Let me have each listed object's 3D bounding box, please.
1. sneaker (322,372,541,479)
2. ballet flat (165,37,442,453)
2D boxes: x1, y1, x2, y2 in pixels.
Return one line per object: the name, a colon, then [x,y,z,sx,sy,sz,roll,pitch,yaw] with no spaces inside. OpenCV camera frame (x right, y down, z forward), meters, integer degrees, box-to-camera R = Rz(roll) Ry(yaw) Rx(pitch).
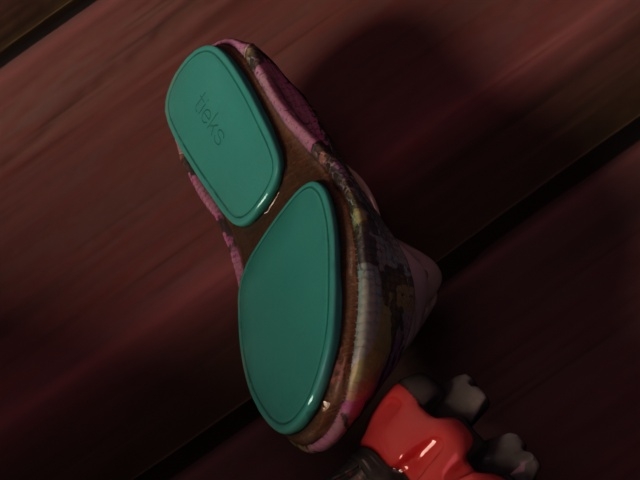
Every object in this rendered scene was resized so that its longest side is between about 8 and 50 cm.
sneaker: [0.063,0.168,0.626,0.135,0.097,0.276,-38,49,-2]
ballet flat: [0.000,0.000,0.774,0.077,0.079,0.221,-54,35,23]
